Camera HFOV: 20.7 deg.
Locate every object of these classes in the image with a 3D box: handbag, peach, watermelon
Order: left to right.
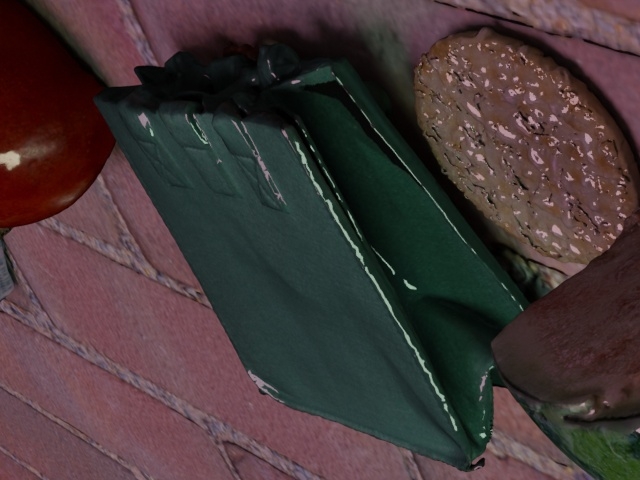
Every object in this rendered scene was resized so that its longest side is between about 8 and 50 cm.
[{"bbox_3d":[-0.249,-0.103,1.324,0.190,0.192,0.190,174,90,-82],"label":"peach"},{"bbox_3d":[0.004,-0.001,1.087,0.274,0.100,0.268,58,158,-20],"label":"handbag"},{"bbox_3d":[0.226,0.050,0.745,0.305,0.224,0.180,-11,74,56],"label":"watermelon"}]

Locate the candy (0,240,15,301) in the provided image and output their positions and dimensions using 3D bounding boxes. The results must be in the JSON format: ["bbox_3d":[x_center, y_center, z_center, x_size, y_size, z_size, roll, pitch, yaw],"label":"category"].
[{"bbox_3d":[-0.365,0.004,1.725,0.092,0.073,0.160,38,154,24],"label":"candy"}]

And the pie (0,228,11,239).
[{"bbox_3d":[-0.309,-0.084,1.497,0.193,0.079,0.163,36,146,23],"label":"pie"}]

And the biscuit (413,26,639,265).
[{"bbox_3d":[0.109,-0.048,0.925,0.152,0.020,0.152,35,151,23],"label":"biscuit"}]
